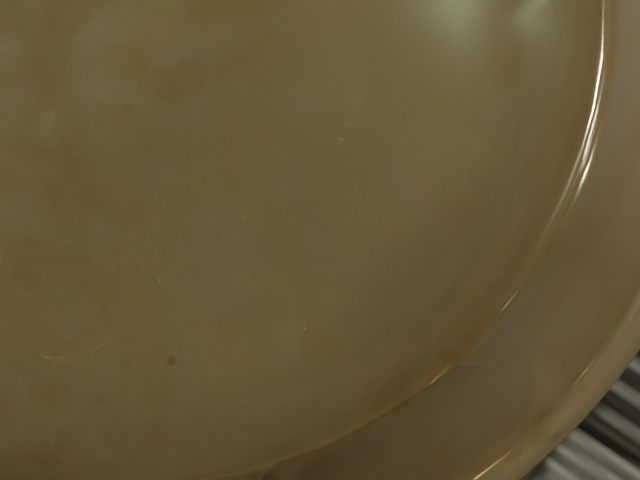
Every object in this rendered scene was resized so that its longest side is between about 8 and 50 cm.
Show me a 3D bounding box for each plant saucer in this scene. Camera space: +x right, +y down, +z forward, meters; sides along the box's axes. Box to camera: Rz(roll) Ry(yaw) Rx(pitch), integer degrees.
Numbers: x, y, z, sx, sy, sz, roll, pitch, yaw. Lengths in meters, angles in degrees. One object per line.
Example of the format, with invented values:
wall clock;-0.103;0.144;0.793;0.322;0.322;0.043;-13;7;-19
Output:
plant saucer;-0.043;-0.037;0.412;0.278;0.278;0.041;38;-167;-23
